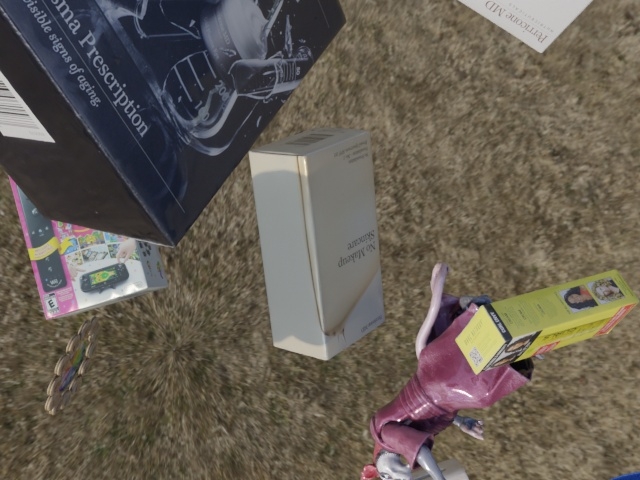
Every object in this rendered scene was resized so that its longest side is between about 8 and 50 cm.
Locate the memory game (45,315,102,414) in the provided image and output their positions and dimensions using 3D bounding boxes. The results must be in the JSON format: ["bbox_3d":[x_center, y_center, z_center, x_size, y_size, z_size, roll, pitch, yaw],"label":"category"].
[{"bbox_3d":[-0.431,0.219,1.447,0.012,0.186,0.186,23,79,3],"label":"memory game"}]

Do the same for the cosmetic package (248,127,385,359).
[{"bbox_3d":[0.000,0.000,1.225,0.160,0.113,0.309,-29,119,-45],"label":"cosmetic package"}]

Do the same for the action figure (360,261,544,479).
[{"bbox_3d":[0.179,0.261,1.368,0.276,0.248,0.370,43,100,2],"label":"action figure"}]

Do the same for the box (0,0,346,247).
[{"bbox_3d":[-0.172,-0.228,0.686,0.179,0.343,0.312,11,55,34],"label":"box"}]

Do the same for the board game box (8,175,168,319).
[{"bbox_3d":[-0.433,-0.029,1.532,0.224,0.097,0.303,-17,85,15],"label":"board game box"}]

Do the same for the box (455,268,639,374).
[{"bbox_3d":[0.292,0.102,1.058,0.232,0.087,0.058,-11,57,-29],"label":"box"}]

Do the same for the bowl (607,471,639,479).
[{"bbox_3d":[0.753,0.638,1.799,0.391,0.391,0.077,-16,103,-12],"label":"bowl"}]

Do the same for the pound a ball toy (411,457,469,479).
[{"bbox_3d":[0.214,0.587,1.667,0.319,0.136,0.208,-19,91,-2],"label":"pound a ball toy"}]

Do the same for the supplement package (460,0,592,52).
[{"bbox_3d":[0.182,-0.251,0.608,0.105,0.179,0.105,26,44,-16],"label":"supplement package"}]
